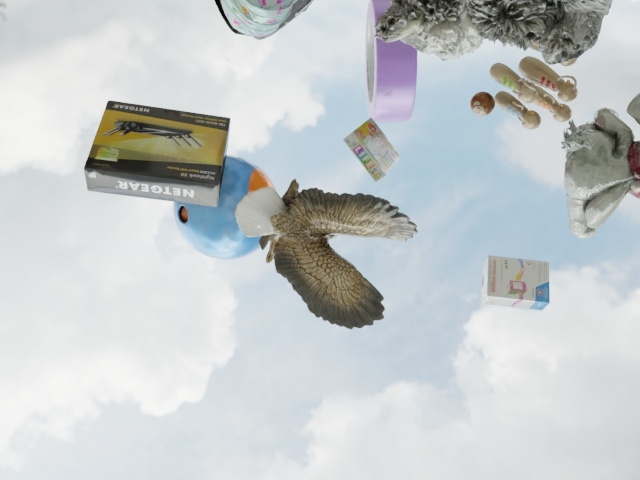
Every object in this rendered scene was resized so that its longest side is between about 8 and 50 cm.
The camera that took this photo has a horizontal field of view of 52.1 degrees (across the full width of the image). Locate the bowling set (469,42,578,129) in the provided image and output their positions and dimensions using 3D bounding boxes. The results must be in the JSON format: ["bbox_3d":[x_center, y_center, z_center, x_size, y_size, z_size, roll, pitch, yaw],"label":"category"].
[{"bbox_3d":[0.444,-0.307,1.419,0.200,0.287,0.154,-42,-125,2],"label":"bowling set"}]

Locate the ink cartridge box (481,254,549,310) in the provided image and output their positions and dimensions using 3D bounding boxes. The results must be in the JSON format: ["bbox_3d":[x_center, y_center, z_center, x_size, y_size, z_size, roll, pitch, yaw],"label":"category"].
[{"bbox_3d":[0.384,0.084,1.295,0.122,0.052,0.088,5,-112,4],"label":"ink cartridge box"}]

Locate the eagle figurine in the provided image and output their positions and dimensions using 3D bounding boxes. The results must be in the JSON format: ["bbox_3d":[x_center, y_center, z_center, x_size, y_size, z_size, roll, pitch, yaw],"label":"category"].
[{"bbox_3d":[0.009,-0.005,1.239,0.225,0.226,0.298,-38,-133,-19],"label":"eagle figurine"}]

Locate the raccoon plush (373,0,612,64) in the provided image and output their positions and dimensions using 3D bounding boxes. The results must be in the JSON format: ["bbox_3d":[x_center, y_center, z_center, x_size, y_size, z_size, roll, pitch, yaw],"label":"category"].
[{"bbox_3d":[0.233,-0.428,0.852,0.299,0.446,0.216,9,-141,5],"label":"raccoon plush"}]

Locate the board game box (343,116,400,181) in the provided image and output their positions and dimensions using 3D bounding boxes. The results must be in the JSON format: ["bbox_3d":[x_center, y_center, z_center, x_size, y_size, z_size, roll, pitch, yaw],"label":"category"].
[{"bbox_3d":[0.105,-0.182,1.295,0.026,0.103,0.154,-35,-173,26],"label":"board game box"}]

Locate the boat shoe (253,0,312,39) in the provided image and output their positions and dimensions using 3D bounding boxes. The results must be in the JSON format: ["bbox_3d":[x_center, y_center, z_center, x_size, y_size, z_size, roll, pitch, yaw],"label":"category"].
[{"bbox_3d":[-0.058,-0.593,1.558,0.301,0.102,0.108,-42,-109,4],"label":"boat shoe"}]

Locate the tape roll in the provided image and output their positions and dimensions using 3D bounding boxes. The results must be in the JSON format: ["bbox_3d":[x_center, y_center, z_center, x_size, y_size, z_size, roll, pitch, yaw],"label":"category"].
[{"bbox_3d":[0.157,-0.410,1.503,0.090,0.275,0.275,-1,-133,-1],"label":"tape roll"}]

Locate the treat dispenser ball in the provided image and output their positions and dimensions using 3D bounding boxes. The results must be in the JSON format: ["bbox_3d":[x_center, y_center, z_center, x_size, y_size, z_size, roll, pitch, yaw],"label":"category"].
[{"bbox_3d":[-0.258,-0.090,1.796,0.288,0.288,0.288,-5,-133,5],"label":"treat dispenser ball"}]

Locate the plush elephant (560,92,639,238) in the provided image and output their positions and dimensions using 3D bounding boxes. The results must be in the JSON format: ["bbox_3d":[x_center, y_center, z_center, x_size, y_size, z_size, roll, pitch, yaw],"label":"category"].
[{"bbox_3d":[0.646,-0.158,1.342,0.255,0.330,0.272,7,-100,28],"label":"plush elephant"}]

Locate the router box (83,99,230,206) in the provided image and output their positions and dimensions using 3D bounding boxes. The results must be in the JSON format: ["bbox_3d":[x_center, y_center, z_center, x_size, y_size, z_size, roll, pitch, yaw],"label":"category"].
[{"bbox_3d":[-0.385,-0.213,1.585,0.308,0.081,0.243,7,-129,-7],"label":"router box"}]

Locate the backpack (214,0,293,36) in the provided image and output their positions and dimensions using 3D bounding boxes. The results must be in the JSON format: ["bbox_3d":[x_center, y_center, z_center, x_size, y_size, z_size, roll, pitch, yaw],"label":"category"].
[{"bbox_3d":[-0.119,-0.440,1.104,0.152,0.115,0.182,-16,-91,-21],"label":"backpack"}]
